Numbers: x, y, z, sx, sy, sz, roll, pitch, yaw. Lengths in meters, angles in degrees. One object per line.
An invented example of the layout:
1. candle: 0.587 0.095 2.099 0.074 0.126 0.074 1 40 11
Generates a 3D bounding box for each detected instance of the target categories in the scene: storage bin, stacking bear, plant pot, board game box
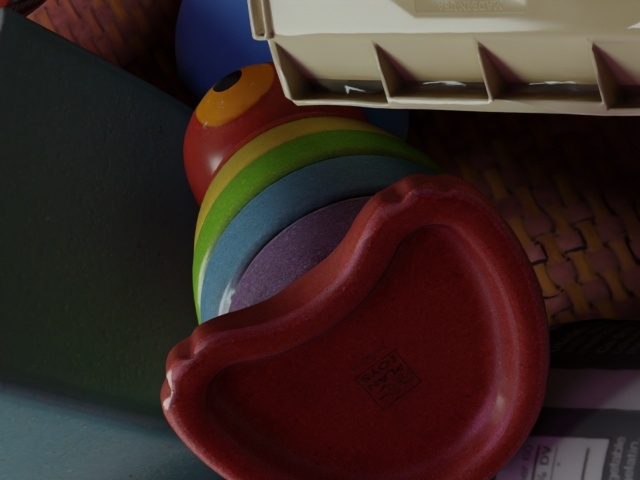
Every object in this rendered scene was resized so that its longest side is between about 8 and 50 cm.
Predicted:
1. storage bin: 0.093 -0.197 0.852 0.262 0.123 0.260 5 110 37
2. stacking bear: 0.000 0.000 0.969 0.164 0.175 0.289 49 -172 -31
3. plant pot: -0.147 0.052 1.165 0.252 0.247 0.248 20 146 -23
4. board game box: -0.010 -0.102 1.121 0.169 0.033 0.133 48 134 4

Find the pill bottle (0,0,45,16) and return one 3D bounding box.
1. pill bottle: -0.178 -0.294 1.031 0.210 0.210 0.363 51 139 8

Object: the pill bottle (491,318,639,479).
1. pill bottle: 0.191 0.140 0.937 0.361 0.204 0.204 -2 112 46
